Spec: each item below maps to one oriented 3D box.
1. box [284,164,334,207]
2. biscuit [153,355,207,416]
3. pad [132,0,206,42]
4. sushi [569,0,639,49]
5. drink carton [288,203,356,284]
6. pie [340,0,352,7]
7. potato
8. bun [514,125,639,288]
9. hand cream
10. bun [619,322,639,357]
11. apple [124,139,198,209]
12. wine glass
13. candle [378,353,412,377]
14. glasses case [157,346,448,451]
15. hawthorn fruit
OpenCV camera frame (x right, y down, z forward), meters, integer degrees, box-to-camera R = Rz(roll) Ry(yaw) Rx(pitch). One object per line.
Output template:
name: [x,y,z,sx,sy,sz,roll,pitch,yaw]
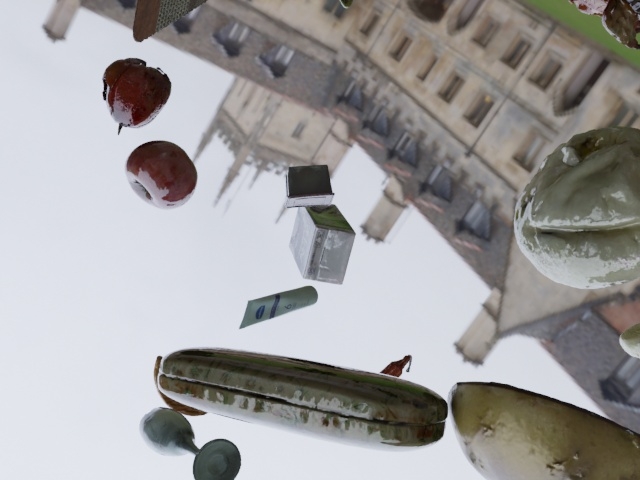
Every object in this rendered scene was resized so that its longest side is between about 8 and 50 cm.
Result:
box: [-0.023,-0.096,1.425,0.084,0.063,0.060,-5,166,-9]
biscuit: [-0.311,0.363,2.007,0.224,0.145,0.033,11,174,-25]
pad: [-0.093,-0.373,0.851,0.055,0.323,0.250,40,-144,-6]
sushi: [0.410,-0.373,1.054,0.196,0.182,0.343,40,-147,-2]
drink carton: [0.000,-0.001,1.923,0.101,0.134,0.222,8,-162,-14]
pie: [0.051,-0.567,1.821,0.085,0.017,0.085,36,-132,-55]
potato: [0.283,0.288,1.003,0.299,0.116,0.239,22,158,15]
bun: [0.541,-0.084,1.578,0.219,0.365,0.365,50,-170,-26]
hand cream: [-0.131,0.202,2.560,0.067,0.109,0.320,38,-149,31]
bun: [0.736,0.229,1.822,0.069,0.115,0.115,64,-161,-6]
apple: [-0.324,-0.137,1.663,0.153,0.153,0.120,34,-117,20]
wine glass: [-0.323,0.458,1.567,0.096,0.264,0.309,54,156,-22]
candle: [0.139,0.304,1.735,0.048,0.162,0.053,50,173,-11]
glasses case: [-0.035,0.209,1.097,0.425,0.098,0.156,5,174,31]
hawthorn fruit: [-0.409,-0.309,1.756,0.148,0.172,0.148,20,-177,-1]
